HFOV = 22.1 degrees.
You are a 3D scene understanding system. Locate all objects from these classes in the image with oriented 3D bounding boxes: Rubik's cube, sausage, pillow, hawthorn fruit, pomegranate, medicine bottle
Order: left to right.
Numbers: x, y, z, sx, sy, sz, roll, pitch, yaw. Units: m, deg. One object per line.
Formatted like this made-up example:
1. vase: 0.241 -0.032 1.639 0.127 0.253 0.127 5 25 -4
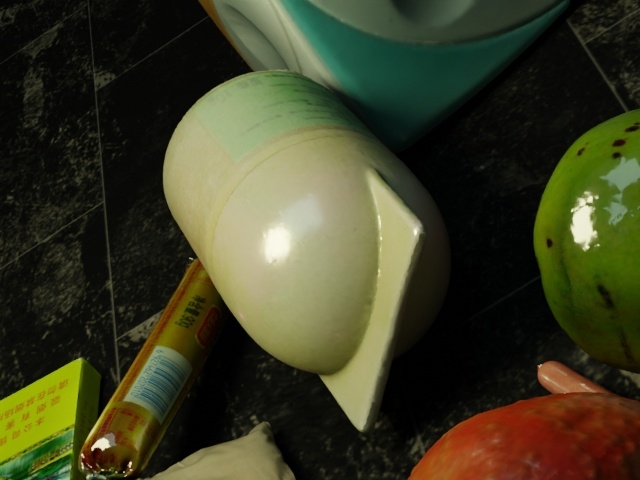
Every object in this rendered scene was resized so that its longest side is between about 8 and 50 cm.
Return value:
1. sausage: -0.170 0.144 1.764 0.082 0.082 0.371 -19 26 29
2. pillow: -0.093 0.275 1.567 0.173 0.067 0.270 -19 30 -10
3. medicine bottle: 0.000 0.000 1.685 0.236 0.235 0.406 -39 34 0
4. Rubik's cube: 0.049 -0.351 1.972 0.351 0.352 0.347 -41 33 -10
5. hawthorn fruit: 0.147 0.257 1.198 0.330 0.287 0.287 -11 41 47
6. sausage: 0.256 0.150 1.431 0.029 0.029 0.223 -45 32 -9
7. pomegranate: 0.331 0.000 1.384 0.302 0.236 0.236 -2 43 15

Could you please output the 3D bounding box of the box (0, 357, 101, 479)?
1. box: -0.340 0.291 1.846 0.187 0.047 0.335 -28 34 16
